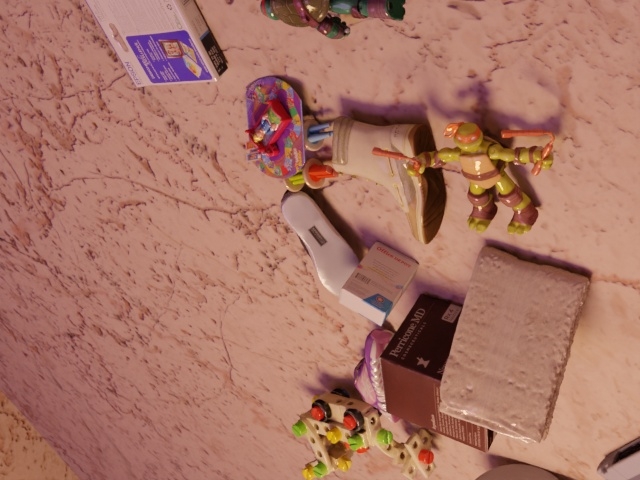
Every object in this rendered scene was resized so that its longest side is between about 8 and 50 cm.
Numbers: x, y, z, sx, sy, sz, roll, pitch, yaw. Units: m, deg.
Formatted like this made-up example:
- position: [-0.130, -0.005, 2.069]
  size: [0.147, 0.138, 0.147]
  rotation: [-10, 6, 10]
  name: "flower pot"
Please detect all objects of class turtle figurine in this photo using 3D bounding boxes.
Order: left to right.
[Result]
- position: [-0.003, -0.344, 1.507]
  size: [0.234, 0.118, 0.175]
  rotation: [-1, 130, 35]
  name: "turtle figurine"
- position: [0.227, -0.103, 1.589]
  size: [0.269, 0.087, 0.217]
  rotation: [-5, 139, 25]
  name: "turtle figurine"

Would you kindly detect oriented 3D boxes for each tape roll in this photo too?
- position: [0.377, 0.539, 2.079]
  size: [0.219, 0.219, 0.072]
  rotation: [13, 140, 32]
  name: "tape roll"

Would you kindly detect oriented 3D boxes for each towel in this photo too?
- position: [0.304, 0.167, 1.720]
  size: [0.187, 0.282, 0.049]
  rotation: [18, -178, 26]
  name: "towel"

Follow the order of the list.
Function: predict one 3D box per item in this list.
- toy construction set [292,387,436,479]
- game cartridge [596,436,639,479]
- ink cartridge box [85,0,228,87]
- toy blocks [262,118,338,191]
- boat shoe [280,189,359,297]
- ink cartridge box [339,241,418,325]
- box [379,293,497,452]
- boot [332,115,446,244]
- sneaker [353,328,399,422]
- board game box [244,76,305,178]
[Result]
- position: [0.076, 0.421, 2.275]
  size: [0.327, 0.151, 0.215]
  rotation: [-2, 110, 36]
  name: "toy construction set"
- position: [0.627, 0.402, 1.843]
  size: [0.198, 0.062, 0.297]
  rotation: [34, 146, -1]
  name: "game cartridge"
- position: [-0.277, -0.353, 1.798]
  size: [0.208, 0.045, 0.206]
  rotation: [2, 132, 39]
  name: "ink cartridge box"
- position: [-0.015, -0.142, 1.796]
  size: [0.148, 0.054, 0.123]
  rotation: [-7, 125, 46]
  name: "toy blocks"
- position: [0.000, 0.000, 1.933]
  size: [0.080, 0.076, 0.228]
  rotation: [-34, 110, 9]
  name: "boat shoe"
- position: [0.101, 0.074, 1.880]
  size: [0.088, 0.122, 0.052]
  rotation: [29, 149, 13]
  name: "ink cartridge box"
- position: [0.234, 0.230, 1.897]
  size: [0.203, 0.168, 0.167]
  rotation: [18, 142, 25]
  name: "box"
- position: [0.106, -0.098, 1.719]
  size: [0.165, 0.077, 0.213]
  rotation: [12, 133, 32]
  name: "boot"
- position: [0.107, 0.257, 2.119]
  size: [0.104, 0.095, 0.236]
  rotation: [23, 145, 33]
  name: "sneaker"
- position: [-0.085, -0.180, 1.767]
  size: [0.133, 0.033, 0.169]
  rotation: [11, 111, 43]
  name: "board game box"
